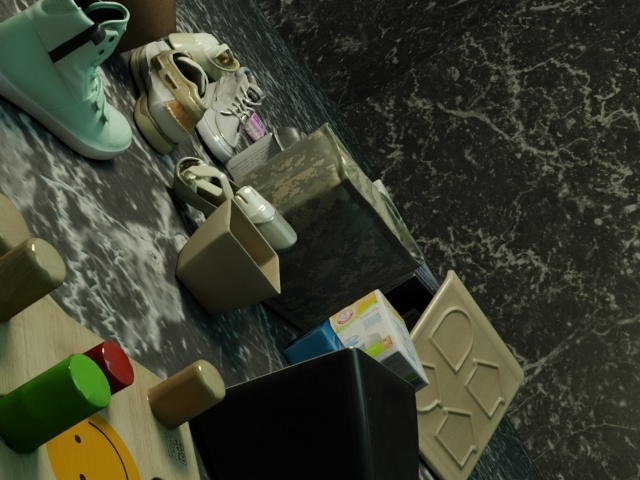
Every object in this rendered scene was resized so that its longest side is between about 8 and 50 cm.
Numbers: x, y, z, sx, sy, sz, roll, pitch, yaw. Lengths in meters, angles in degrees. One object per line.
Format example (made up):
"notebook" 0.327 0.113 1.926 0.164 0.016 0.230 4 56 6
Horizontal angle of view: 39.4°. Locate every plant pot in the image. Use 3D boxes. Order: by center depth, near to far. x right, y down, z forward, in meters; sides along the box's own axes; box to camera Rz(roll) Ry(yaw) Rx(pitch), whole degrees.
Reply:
"plant pot" 0.002 0.235 0.918 0.188 0.188 0.166 40 33 -58
"plant pot" -0.122 0.029 1.135 0.109 0.096 0.109 53 12 -23
"plant pot" -0.308 -0.406 1.336 0.215 0.216 0.230 -95 165 -68

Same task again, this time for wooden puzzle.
"wooden puzzle" 0.252 0.285 1.792 0.322 0.081 0.347 52 54 -26

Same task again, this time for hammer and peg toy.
"hammer and peg toy" -0.161 0.117 0.617 0.266 0.127 0.361 47 15 -44

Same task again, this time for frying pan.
"frying pan" 0.016 -0.082 1.620 0.326 0.053 0.197 57 11 19

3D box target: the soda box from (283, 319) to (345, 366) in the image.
"soda box" 0.034 0.228 1.332 0.210 0.071 0.067 57 11 -2

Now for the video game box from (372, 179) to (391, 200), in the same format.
"video game box" 0.057 -0.018 1.785 0.048 0.205 0.187 54 12 -25

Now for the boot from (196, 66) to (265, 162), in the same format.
"boot" -0.164 -0.248 1.667 0.095 0.123 0.258 50 13 -34

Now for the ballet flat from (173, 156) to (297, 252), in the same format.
"ballet flat" -0.123 -0.053 1.231 0.213 0.072 0.068 29 -43 26

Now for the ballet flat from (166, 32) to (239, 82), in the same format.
"ballet flat" -0.237 -0.392 1.875 0.086 0.086 0.248 60 11 14

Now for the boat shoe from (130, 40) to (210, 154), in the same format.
"boat shoe" -0.229 -0.245 1.419 0.113 0.103 0.302 50 13 -37

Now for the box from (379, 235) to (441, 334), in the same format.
"box" 0.134 0.071 1.949 0.296 0.183 0.294 45 15 -50

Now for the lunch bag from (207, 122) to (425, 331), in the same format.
"lunch bag" 0.000 0.000 1.388 0.287 0.235 0.168 49 15 -40

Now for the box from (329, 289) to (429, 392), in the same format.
"box" 0.101 0.195 1.611 0.103 0.114 0.203 50 13 -29

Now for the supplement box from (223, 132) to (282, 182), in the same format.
"supplement box" -0.066 -0.080 1.664 0.220 0.114 0.111 56 12 1

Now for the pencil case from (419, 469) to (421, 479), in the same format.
"pencil case" 0.098 0.362 1.206 0.098 0.095 0.209 31 13 -8

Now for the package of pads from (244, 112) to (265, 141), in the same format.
"package of pads" -0.150 -0.255 2.004 0.050 0.032 0.083 56 11 -16

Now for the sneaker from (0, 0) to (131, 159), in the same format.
"sneaker" -0.253 -0.186 1.017 0.094 0.151 0.256 61 10 25
